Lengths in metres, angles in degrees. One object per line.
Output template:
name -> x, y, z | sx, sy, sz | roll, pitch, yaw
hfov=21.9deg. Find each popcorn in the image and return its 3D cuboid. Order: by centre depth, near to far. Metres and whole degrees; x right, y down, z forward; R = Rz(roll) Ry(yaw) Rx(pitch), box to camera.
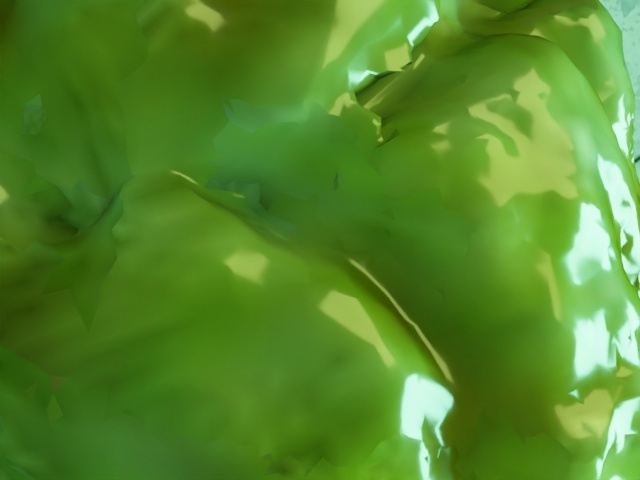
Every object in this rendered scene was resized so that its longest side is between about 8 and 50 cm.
popcorn -> -0.024, 0.022, 0.465 | 0.274, 0.279, 0.335 | -7, 27, -33
